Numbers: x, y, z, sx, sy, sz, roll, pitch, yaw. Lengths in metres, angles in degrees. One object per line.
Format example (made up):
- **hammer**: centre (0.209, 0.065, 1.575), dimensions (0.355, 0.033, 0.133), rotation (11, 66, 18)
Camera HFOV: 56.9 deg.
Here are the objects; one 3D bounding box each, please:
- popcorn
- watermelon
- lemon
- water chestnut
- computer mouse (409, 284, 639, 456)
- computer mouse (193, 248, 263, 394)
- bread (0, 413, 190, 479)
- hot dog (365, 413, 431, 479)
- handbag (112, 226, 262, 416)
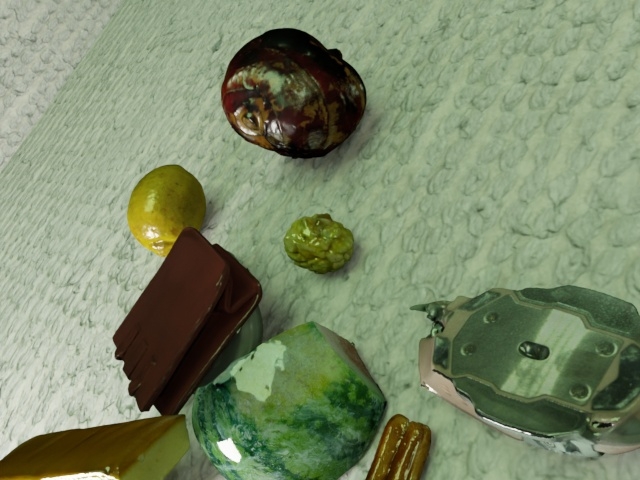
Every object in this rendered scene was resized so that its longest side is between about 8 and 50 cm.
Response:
- **popcorn**: centre (0.000, 0.000, 1.025), dimensions (0.121, 0.116, 0.106), rotation (-11, 36, 34)
- **watermelon**: centre (-0.067, 0.268, 0.873), dimensions (0.305, 0.224, 0.180), rotation (-40, -1, 13)
- **lemon**: centre (-0.337, -0.067, 1.304), dimensions (0.170, 0.170, 0.207), rotation (-12, 52, 33)
- **water chestnut**: centre (-0.051, -0.290, 1.171), dimensions (0.289, 0.289, 0.244), rotation (15, 95, 44)
- **computer mouse**: centre (0.244, 0.155, 0.718), dimensions (0.199, 0.114, 0.389), rotation (-44, 28, -20)
- **computer mouse**: centre (-0.197, 0.143, 1.095), dimensions (0.197, 0.095, 0.330), rotation (-43, 37, 10)
- **bread**: centre (-0.368, 0.346, 0.907), dimensions (0.362, 0.077, 0.138), rotation (-17, 9, 29)
- **hot dog**: centre (0.093, 0.311, 0.768), dimensions (0.071, 0.045, 0.165), rotation (8, 66, 41)
- **handbag**: centre (-0.242, 0.130, 1.013), dimensions (0.275, 0.084, 0.260), rotation (-57, 36, -1)
